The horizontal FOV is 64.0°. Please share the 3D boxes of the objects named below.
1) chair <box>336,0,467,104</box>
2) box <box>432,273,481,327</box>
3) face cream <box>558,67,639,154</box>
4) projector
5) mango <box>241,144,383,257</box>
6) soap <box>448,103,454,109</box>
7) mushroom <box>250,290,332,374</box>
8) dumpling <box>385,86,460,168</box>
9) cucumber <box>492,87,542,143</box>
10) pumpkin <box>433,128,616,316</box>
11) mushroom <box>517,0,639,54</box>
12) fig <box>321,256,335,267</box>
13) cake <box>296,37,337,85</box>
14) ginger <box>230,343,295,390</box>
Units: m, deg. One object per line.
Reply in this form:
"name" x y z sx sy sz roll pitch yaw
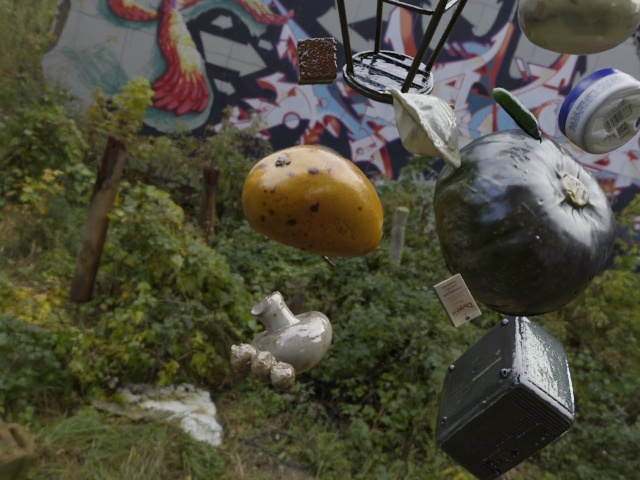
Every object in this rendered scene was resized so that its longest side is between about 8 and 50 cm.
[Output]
"chair" 0.238 -0.665 1.559 0.365 0.409 0.362 26 48 16
"box" 0.243 0.107 0.915 0.053 0.083 0.024 -26 -4 0
"face cream" 0.739 -0.329 1.329 0.206 0.205 0.111 12 33 -32
"projector" 0.575 0.484 1.638 0.242 0.395 0.405 38 31 0
"mango" 0.001 -0.066 0.939 0.291 0.190 0.160 26 15 -28
"soap" 0.275 -0.297 1.214 0.034 0.089 0.012 27 41 -57
"mushroom" -0.112 0.318 1.801 0.298 0.289 0.297 -23 3 1
"dumpling" 0.222 -0.248 1.099 0.126 0.215 0.166 -15 -3 25
"cucumber" 0.420 -0.267 1.082 0.155 0.037 0.037 45 8 -4
"pumpkin" 0.464 -0.041 1.218 0.455 0.453 0.344 13 -27 -30
"mushroom" 0.721 -0.640 1.415 0.315 0.314 0.356 22 46 29
"fig" -0.007 -0.013 1.407 0.129 0.150 0.128 3 23 -1
"cake" -0.013 -0.589 1.708 0.135 0.135 0.147 -3 4 -1
"ginger" -0.154 0.343 1.384 0.204 0.104 0.080 11 19 29
